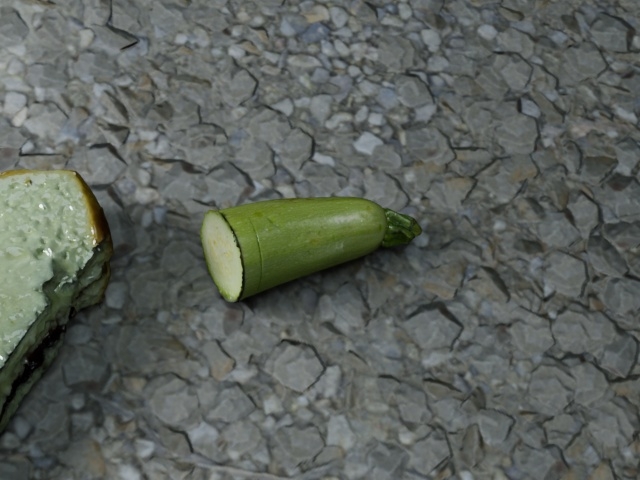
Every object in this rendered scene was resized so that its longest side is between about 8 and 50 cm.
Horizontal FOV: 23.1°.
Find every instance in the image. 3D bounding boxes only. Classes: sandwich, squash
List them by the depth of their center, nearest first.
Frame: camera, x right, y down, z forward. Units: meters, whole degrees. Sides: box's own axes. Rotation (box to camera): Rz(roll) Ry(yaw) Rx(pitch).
[{"bbox_3d":[-0.301,0.078,1.440,0.254,0.100,0.288,-12,63,-16],"label":"sandwich"},{"bbox_3d":[0.000,0.000,1.557,0.224,0.094,0.094,-9,63,-22],"label":"squash"}]
